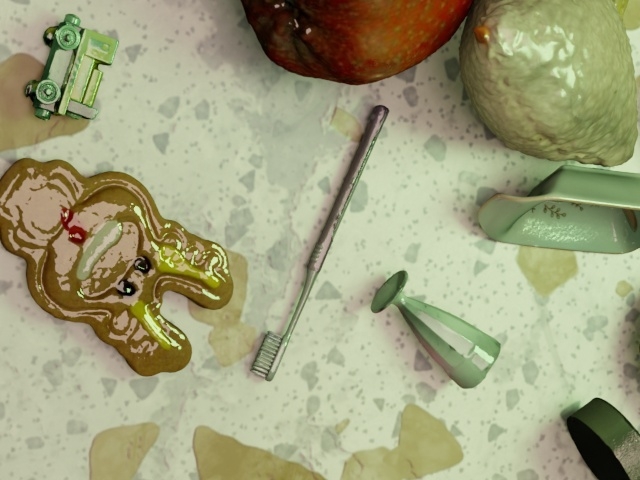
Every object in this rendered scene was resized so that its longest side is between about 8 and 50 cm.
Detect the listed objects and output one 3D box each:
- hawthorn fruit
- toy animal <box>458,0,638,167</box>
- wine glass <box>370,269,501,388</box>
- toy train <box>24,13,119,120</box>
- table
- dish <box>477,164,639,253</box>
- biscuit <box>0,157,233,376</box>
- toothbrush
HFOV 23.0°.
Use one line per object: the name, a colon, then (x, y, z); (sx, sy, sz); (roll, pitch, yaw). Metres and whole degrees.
hawthorn fruit: (0.064, -0.305, 1.756); (0.300, 0.254, 0.254); (-24, 102, -38)
toy animal: (0.259, -0.213, 1.814); (0.188, 0.358, 0.226); (-11, 75, 25)
wine glass: (0.136, 0.107, 1.887); (0.155, 0.073, 0.073); (37, 82, -13)
toy train: (-0.276, -0.187, 1.743); (0.081, 0.050, 0.122); (17, 87, -26)
table: (0.361, 0.260, 1.936); (0.043, 0.133, 0.133); (-33, 103, -12)
dish: (0.307, -0.044, 1.902); (0.234, 0.154, 0.064); (5, 69, -19)
biscuit: (-0.240, 0.020, 1.771); (0.295, 0.044, 0.186); (34, 81, -18)
toothbrush: (0.000, 0.000, 1.857); (0.029, 0.024, 0.354); (24, 87, -10)
